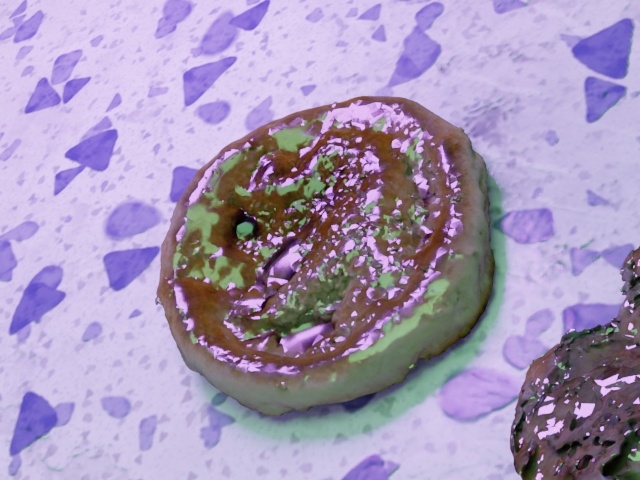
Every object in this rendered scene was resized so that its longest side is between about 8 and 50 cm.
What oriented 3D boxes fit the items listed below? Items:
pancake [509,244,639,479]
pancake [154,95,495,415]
[{"bbox_3d":[0.291,0.073,0.756,0.382,0.071,0.382,-33,21,14],"label":"pancake"},{"bbox_3d":[0.001,0.001,1.067,0.356,0.065,0.356,-14,51,17],"label":"pancake"}]
